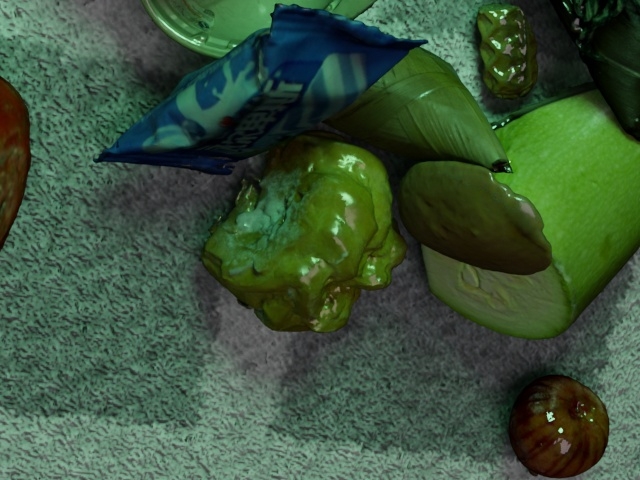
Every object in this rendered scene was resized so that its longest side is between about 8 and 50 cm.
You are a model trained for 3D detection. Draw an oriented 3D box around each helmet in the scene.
[{"bbox_3d":[-0.047,-0.290,1.359,0.258,0.137,0.204,-16,106,10],"label":"helmet"}]

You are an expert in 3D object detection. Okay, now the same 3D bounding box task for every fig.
[{"bbox_3d":[0.285,0.226,1.684,0.128,0.150,0.128,1,85,-6],"label":"fig"}]

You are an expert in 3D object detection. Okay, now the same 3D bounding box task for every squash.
[{"bbox_3d":[0.278,-0.068,1.550,0.309,0.210,0.233,-50,145,-28],"label":"squash"}]

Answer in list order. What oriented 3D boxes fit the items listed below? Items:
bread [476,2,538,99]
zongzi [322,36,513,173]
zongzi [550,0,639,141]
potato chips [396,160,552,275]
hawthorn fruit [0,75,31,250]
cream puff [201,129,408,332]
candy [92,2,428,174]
[{"bbox_3d":[0.207,-0.207,1.523,0.066,0.060,0.110,-28,118,-38],"label":"bread"},{"bbox_3d":[0.057,-0.137,1.395,0.228,0.256,0.115,14,112,-21],"label":"zongzi"},{"bbox_3d":[0.354,-0.364,1.419,0.362,0.383,0.319,-22,159,-18],"label":"zongzi"},{"bbox_3d":[0.145,-0.014,1.388,0.049,0.202,0.150,-54,124,-23],"label":"potato chips"},{"bbox_3d":[-0.388,-0.067,1.285,0.258,0.258,0.262,47,63,-26],"label":"hawthorn fruit"},{"bbox_3d":[0.003,0.003,1.475,0.195,0.194,0.221,32,101,-25],"label":"cream puff"},{"bbox_3d":[-0.067,-0.134,1.330,0.187,0.331,0.077,4,70,-42],"label":"candy"}]
